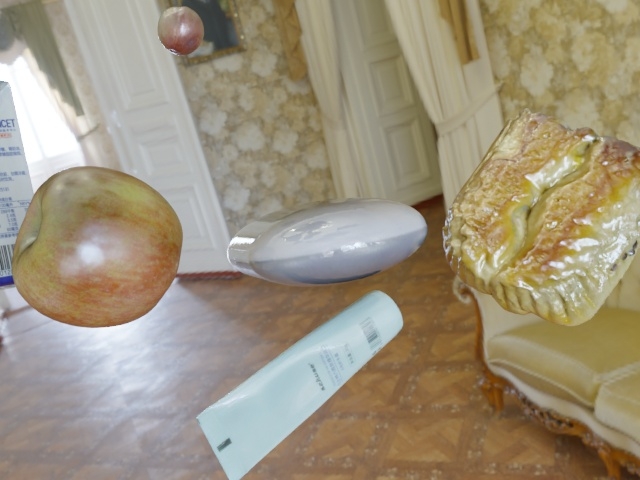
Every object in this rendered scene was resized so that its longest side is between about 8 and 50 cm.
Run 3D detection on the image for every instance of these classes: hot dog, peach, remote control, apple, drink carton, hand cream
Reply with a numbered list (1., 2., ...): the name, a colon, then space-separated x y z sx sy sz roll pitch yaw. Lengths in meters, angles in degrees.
1. hot dog: 0.427 -0.028 1.284 0.367 0.196 0.365 29 71 33
2. peach: -0.241 -0.362 1.164 0.083 0.083 0.083 -14 16 4
3. remote control: 0.000 0.000 0.863 0.221 0.103 0.332 -14 4 -18
4. apple: -0.258 0.009 0.791 0.174 0.188 0.188 18 -4 -33
5. drink carton: -0.518 -0.079 1.024 0.131 0.315 0.107 -12 0 40
6. hand cream: -0.011 0.172 0.874 0.321 0.109 0.067 -36 27 -31
